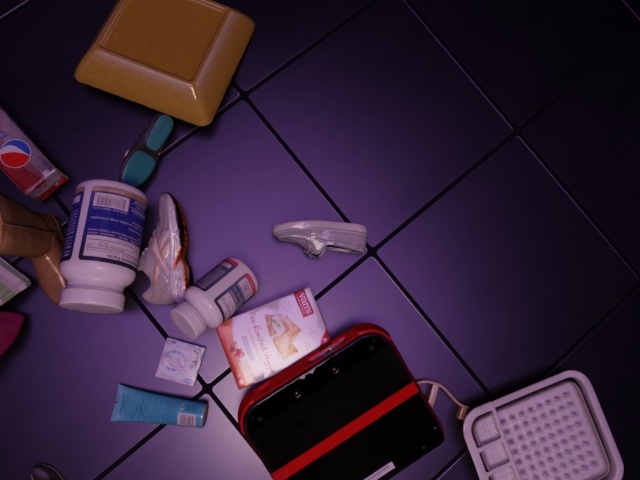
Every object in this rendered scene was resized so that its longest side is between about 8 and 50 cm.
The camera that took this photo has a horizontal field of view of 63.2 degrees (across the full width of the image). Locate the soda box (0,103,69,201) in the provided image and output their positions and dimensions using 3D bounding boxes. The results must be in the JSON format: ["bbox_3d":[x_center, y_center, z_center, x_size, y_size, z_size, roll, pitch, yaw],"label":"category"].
[{"bbox_3d":[-0.702,-0.215,1.175,0.092,0.083,0.263,-43,88,-10],"label":"soda box"}]

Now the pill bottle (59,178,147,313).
[{"bbox_3d":[-0.467,0.016,1.113,0.153,0.153,0.265,5,72,-5],"label":"pill bottle"}]

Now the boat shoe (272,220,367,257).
[{"bbox_3d":[0.000,0.000,1.218,0.227,0.079,0.081,2,78,-9],"label":"boat shoe"}]

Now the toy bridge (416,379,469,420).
[{"bbox_3d":[0.262,0.364,1.223,0.188,0.026,0.063,19,80,-3],"label":"toy bridge"}]

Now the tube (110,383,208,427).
[{"bbox_3d":[-0.356,0.374,1.152,0.207,0.052,0.080,8,77,1],"label":"tube"}]

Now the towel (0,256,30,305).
[{"bbox_3d":[-0.725,0.109,1.119,0.113,0.023,0.152,32,50,13],"label":"towel"}]

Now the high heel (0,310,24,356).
[{"bbox_3d":[-0.845,0.165,1.122,0.377,0.127,0.181,28,52,3],"label":"high heel"}]

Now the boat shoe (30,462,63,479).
[{"bbox_3d":[-0.574,0.535,1.110,0.049,0.042,0.133,-38,86,-7],"label":"boat shoe"}]

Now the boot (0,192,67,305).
[{"bbox_3d":[-0.599,0.026,1.058,0.089,0.269,0.236,-25,85,-7],"label":"boot"}]

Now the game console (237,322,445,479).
[{"bbox_3d":[0.047,0.406,1.156,0.386,0.060,0.342,-31,101,-6],"label":"game console"}]

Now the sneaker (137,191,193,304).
[{"bbox_3d":[-0.363,0.021,1.174,0.121,0.099,0.263,-7,82,-2],"label":"sneaker"}]

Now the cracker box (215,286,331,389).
[{"bbox_3d":[-0.104,0.219,1.185,0.232,0.067,0.156,-22,86,-9],"label":"cracker box"}]

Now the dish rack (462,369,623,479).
[{"bbox_3d":[0.506,0.478,1.209,0.332,0.072,0.286,-19,84,-8],"label":"dish rack"}]

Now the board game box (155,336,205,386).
[{"bbox_3d":[-0.317,0.275,1.180,0.090,0.020,0.090,17,81,-4],"label":"board game box"}]

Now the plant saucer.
[{"bbox_3d":[-0.359,-0.472,1.217,0.332,0.081,0.333,20,70,-2],"label":"plant saucer"}]

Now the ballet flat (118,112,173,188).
[{"bbox_3d":[-0.412,-0.208,1.214,0.074,0.074,0.203,27,80,-2],"label":"ballet flat"}]

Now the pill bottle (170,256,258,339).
[{"bbox_3d":[-0.232,0.127,1.133,0.108,0.108,0.180,48,55,2],"label":"pill bottle"}]
